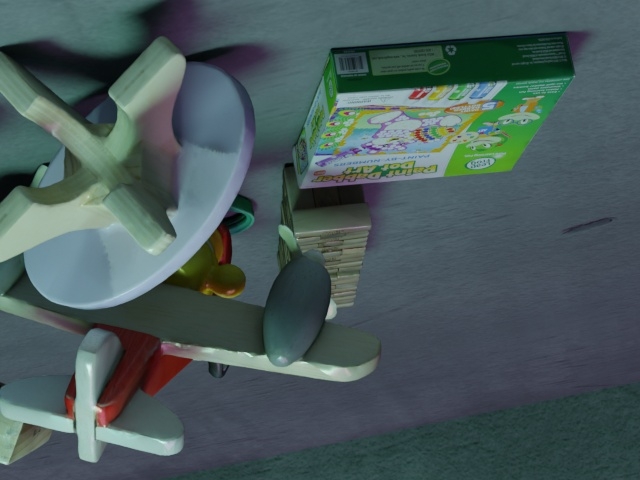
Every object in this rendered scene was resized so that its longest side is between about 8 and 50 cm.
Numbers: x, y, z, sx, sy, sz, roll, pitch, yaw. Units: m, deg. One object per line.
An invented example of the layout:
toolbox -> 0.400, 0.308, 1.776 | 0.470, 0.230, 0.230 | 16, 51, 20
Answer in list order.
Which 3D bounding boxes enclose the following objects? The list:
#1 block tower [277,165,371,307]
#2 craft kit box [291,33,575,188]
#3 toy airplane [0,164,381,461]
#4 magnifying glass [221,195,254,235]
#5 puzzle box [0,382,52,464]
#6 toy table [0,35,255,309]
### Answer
block tower -> 0.000, 0.000, 2.014 | 0.091, 0.097, 0.335 | -8, 163, -6
craft kit box -> 0.111, -0.132, 1.747 | 0.250, 0.061, 0.246 | -6, 163, -11
toy airplane -> -0.183, 0.056, 1.743 | 0.386, 0.272, 0.384 | -1, -159, -33
magnifying glass -> -0.130, -0.045, 1.919 | 0.092, 0.026, 0.231 | -10, 160, 2
puzzle box -> -0.441, 0.168, 1.858 | 0.272, 0.052, 0.409 | 20, 176, -3
toy table -> -0.194, -0.062, 1.529 | 0.274, 0.252, 0.161 | -57, 157, 2
